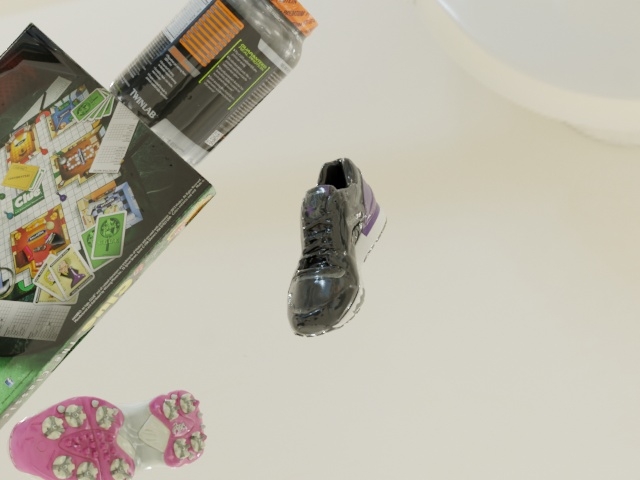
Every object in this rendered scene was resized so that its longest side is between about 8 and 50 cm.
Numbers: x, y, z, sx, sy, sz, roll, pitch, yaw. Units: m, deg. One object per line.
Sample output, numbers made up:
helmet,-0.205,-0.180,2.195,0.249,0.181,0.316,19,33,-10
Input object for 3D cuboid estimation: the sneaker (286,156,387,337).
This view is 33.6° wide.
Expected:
sneaker,0.000,0.000,1.377,0.107,0.124,0.283,-11,-146,23

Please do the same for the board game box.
board game box,-0.191,0.024,0.565,0.136,0.030,0.259,43,-92,3

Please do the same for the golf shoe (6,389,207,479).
golf shoe,-0.273,0.248,1.285,0.140,0.306,0.115,-15,-103,30

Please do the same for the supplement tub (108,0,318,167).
supplement tub,-0.099,-0.171,1.015,0.190,0.117,0.117,-44,-106,6
